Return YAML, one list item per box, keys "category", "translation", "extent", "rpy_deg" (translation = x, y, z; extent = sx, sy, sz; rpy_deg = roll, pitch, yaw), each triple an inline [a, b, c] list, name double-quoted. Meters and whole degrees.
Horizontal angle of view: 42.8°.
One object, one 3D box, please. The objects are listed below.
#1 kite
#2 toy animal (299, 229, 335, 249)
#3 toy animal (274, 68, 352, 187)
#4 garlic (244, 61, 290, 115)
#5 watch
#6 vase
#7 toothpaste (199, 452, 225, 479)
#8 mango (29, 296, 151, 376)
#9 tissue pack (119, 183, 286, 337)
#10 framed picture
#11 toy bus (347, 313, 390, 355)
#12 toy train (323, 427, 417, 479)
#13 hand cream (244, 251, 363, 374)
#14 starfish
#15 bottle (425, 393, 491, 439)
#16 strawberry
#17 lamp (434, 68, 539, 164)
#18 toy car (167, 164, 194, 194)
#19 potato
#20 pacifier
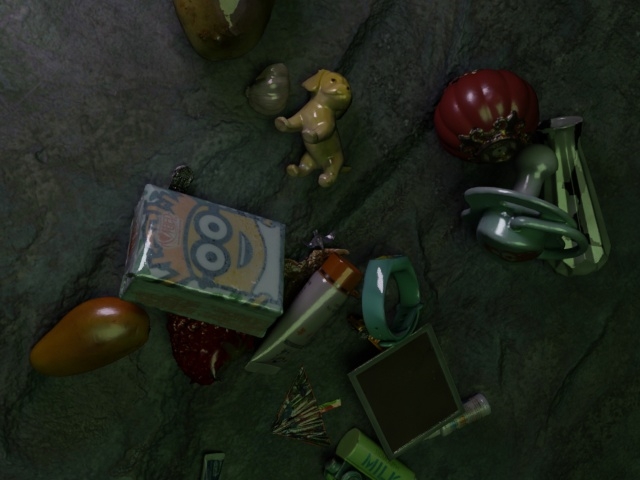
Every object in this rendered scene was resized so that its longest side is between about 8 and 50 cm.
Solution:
- category: "kite"
  translation: [-0.035, 0.404, 1.919]
  extent: [0.183, 0.014, 0.241]
  rpy_deg: [-18, 109, -14]
- category: "toy animal"
  translation: [0.000, -0.001, 1.795]
  extent: [0.084, 0.050, 0.028]
  rpy_deg: [-13, 127, -13]
- category: "toy animal"
  translation: [0.003, -0.227, 1.685]
  extent: [0.168, 0.121, 0.233]
  rpy_deg: [-31, 126, -43]
- category: "garlic"
  translation: [-0.100, -0.304, 1.654]
  extent: [0.094, 0.074, 0.113]
  rpy_deg: [-13, 126, -26]
- category: "watch"
  translation: [0.163, 0.128, 1.810]
  extent: [0.068, 0.237, 0.195]
  rpy_deg: [-5, 92, 25]
- category: "vase"
  translation: [0.579, -0.102, 1.912]
  extent: [0.165, 0.165, 0.361]
  rpy_deg: [-16, 106, -14]
- category: "toothpaste"
  translation: [-0.264, 0.580, 1.882]
  extent: [0.057, 0.034, 0.197]
  rpy_deg: [7, 102, -37]
- category: "mango"
  translation: [-0.470, 0.195, 1.655]
  extent: [0.253, 0.113, 0.139]
  rpy_deg: [-22, 116, -4]
- category: "tissue pack"
  translation: [-0.227, 0.039, 1.626]
  extent: [0.310, 0.228, 0.128]
  rpy_deg: [17, 139, -22]
- category: "framed picture"
  translation: [0.206, 0.357, 1.920]
  extent: [0.231, 0.018, 0.293]
  rpy_deg: [-30, 119, -11]
- category: "toy bus"
  translation: [0.137, 0.221, 1.893]
  extent: [0.074, 0.069, 0.162]
  rpy_deg: [-46, 116, -2]
- category: "toy train"
  translation: [0.125, 0.565, 1.983]
  extent: [0.253, 0.105, 0.157]
  rpy_deg: [41, 76, -24]
- category: "hand cream"
  translation: [-0.041, 0.166, 1.757]
  extent: [0.314, 0.089, 0.139]
  rpy_deg: [-50, 152, 9]
- category: "starfish"
  translation: [-0.042, 0.094, 1.809]
  extent: [0.247, 0.050, 0.138]
  rpy_deg: [-13, 110, -8]
- category: "bottle"
  translation: [0.318, 0.449, 2.028]
  extent: [0.217, 0.060, 0.060]
  rpy_deg: [-23, 112, -13]
- category: "strawberry"
  translation: [-0.240, 0.193, 1.710]
  extent: [0.201, 0.184, 0.187]
  rpy_deg: [44, 94, 4]
- category: "lamp"
  translation: [0.355, -0.271, 1.755]
  extent: [0.226, 0.227, 0.227]
  rpy_deg: [-5, 107, -17]
- category: "toy car"
  translation: [-0.290, -0.111, 1.671]
  extent: [0.041, 0.025, 0.093]
  rpy_deg: [21, 101, -25]
- category: "potato"
  translation: [-0.174, -0.489, 1.520]
  extent: [0.210, 0.173, 0.308]
  rpy_deg: [5, 101, -22]
- category: "pacifier"
  translation: [0.459, -0.083, 1.787]
  extent: [0.288, 0.343, 0.269]
  rpy_deg: [20, 81, 9]
